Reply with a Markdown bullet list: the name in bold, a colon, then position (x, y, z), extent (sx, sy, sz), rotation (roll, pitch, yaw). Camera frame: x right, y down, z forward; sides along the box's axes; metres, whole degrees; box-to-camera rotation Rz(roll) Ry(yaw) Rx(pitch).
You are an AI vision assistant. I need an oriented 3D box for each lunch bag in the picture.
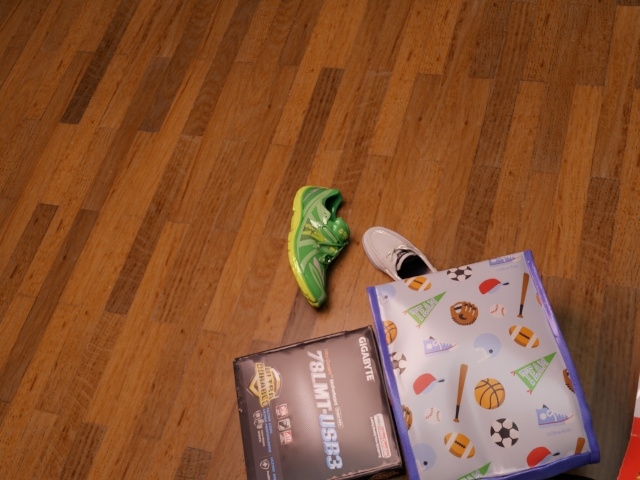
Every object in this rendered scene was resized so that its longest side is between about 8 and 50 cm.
- **lunch bag**: position (0.278, 0.255, 1.444), extent (0.327, 0.239, 0.386), rotation (-15, 50, 4)

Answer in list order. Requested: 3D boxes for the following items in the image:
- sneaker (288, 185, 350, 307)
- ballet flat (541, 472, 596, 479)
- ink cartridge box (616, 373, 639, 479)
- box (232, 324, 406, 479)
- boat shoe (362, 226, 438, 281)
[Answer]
- **sneaker**: position (0.000, 0.000, 1.742), extent (0.123, 0.109, 0.296), rotation (-8, 58, 15)
- **ballet flat**: position (0.441, 0.438, 1.410), extent (0.173, 0.049, 0.057), rotation (12, 19, 20)
- **ink cartridge box**: position (0.665, 0.273, 1.298), extent (0.308, 0.091, 0.385), rotation (6, 37, 32)
- **box**: position (-0.008, 0.337, 1.569), extent (0.293, 0.073, 0.296), rotation (-15, 58, 7)
- **boat shoe**: position (0.179, 0.045, 1.681), extent (0.095, 0.084, 0.258), rotation (-42, 59, -11)
